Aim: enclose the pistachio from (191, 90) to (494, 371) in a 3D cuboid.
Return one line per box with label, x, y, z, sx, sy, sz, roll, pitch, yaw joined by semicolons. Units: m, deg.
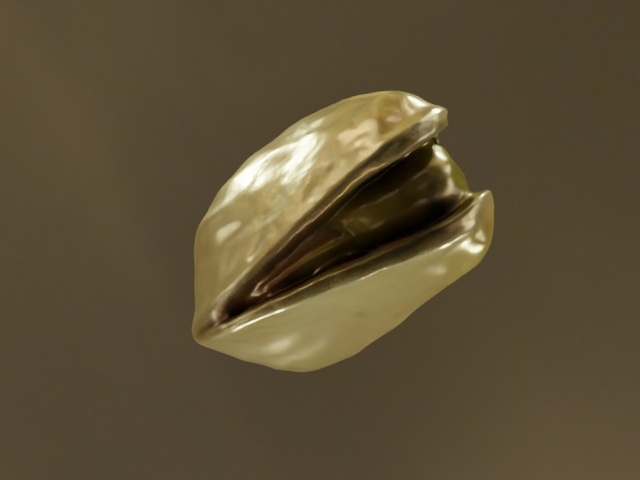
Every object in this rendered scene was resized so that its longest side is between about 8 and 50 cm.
pistachio;0.000;0.000;1.081;0.197;0.288;0.166;-31;-96;-39
